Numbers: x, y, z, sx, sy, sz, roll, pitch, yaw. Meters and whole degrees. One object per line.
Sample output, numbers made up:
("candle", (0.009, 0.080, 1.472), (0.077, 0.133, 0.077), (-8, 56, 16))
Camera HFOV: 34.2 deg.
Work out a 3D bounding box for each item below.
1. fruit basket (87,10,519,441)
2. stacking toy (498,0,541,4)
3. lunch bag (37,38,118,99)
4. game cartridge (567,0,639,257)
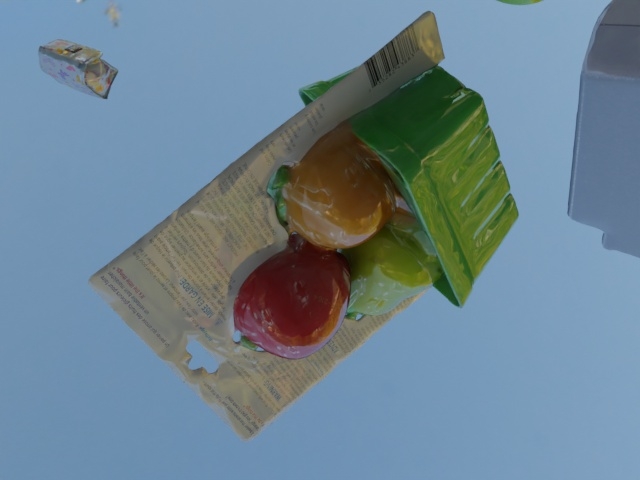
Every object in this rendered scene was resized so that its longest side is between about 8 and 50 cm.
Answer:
("fruit basket", (0.000, 0.000, 0.946), (0.353, 0.165, 0.327), (-36, -39, -3))
("stacking toy", (0.169, -0.418, 1.139), (0.279, 0.130, 0.309), (16, -110, -2))
("lunch bag", (-0.298, -0.213, 1.273), (0.083, 0.071, 0.053), (28, -97, -74))
("game cartridge", (0.251, -0.012, 0.418), (0.297, 0.198, 0.062), (19, -111, 17))
